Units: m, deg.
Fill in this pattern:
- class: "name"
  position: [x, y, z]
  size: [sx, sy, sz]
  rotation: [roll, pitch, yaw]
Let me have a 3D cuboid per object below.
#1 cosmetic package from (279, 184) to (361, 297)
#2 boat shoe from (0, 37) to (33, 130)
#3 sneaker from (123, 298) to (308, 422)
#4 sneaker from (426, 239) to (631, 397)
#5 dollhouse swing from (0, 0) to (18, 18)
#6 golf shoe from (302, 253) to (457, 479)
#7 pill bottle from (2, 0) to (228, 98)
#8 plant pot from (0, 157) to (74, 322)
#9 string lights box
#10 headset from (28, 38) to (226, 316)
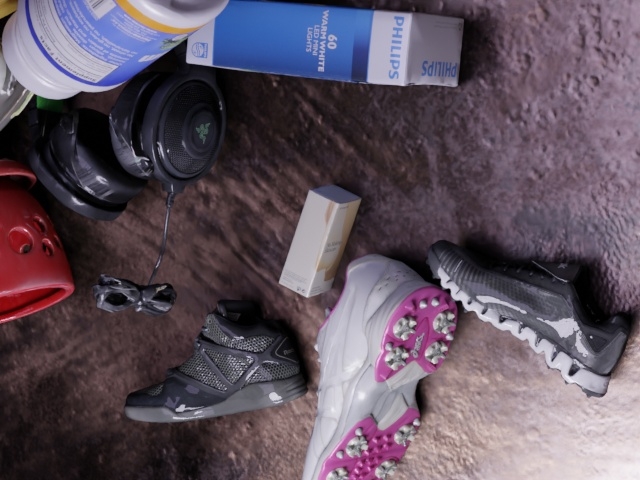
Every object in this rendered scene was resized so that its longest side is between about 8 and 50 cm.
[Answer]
- class: "cosmetic package"
  position: [0.000, 0.000, 1.753]
  size: [0.041, 0.060, 0.115]
  rotation: [26, 110, 22]
- class: "boat shoe"
  position: [-0.438, -0.143, 1.896]
  size: [0.305, 0.091, 0.109]
  rotation: [-35, 73, 38]
- class: "sneaker"
  position: [-0.131, 0.139, 1.833]
  size: [0.227, 0.087, 0.130]
  rotation: [-15, 88, 27]
- class: "sneaker"
  position: [0.220, 0.053, 1.632]
  size: [0.234, 0.078, 0.106]
  rotation: [37, 109, 17]
- class: "dollhouse swing"
  position: [-0.366, -0.436, 1.847]
  size: [0.315, 0.305, 0.347]
  rotation: [-28, 84, -1]
- class: "golf shoe"
  position: [0.044, 0.154, 1.739]
  size: [0.140, 0.115, 0.306]
  rotation: [45, 120, 42]
- class: "pill bottle"
  position: [-0.221, -0.245, 1.660]
  size: [0.272, 0.152, 0.152]
  rotation: [-26, 84, 49]
- class: "plant pot"
  position: [-0.409, 0.007, 1.908]
  size: [0.191, 0.191, 0.174]
  rotation: [-25, 80, 29]
- class: "string lights box"
  position: [0.004, -0.209, 1.677]
  size: [0.259, 0.133, 0.077]
  rotation: [9, 98, 27]
- class: "headset"
  position: [-0.231, -0.106, 1.794]
  size: [0.243, 0.185, 0.394]
  rotation: [-22, 75, 30]
